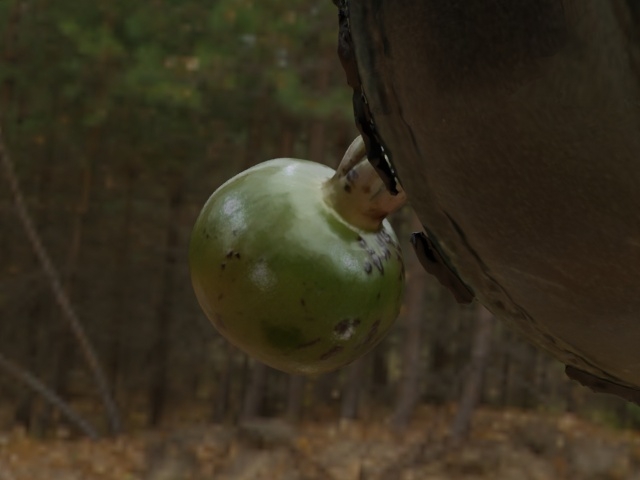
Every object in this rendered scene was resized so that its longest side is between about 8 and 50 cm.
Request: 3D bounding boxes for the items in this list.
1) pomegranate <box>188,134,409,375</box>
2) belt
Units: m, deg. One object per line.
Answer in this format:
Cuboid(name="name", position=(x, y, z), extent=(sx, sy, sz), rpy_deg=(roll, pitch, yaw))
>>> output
Cuboid(name="pomegranate", position=(-0.012, -0.002, 1.402), extent=(0.179, 0.210, 0.179), rpy_deg=(17, 8, -3))
Cuboid(name="belt", position=(0.115, -0.062, 0.419), extent=(0.267, 0.206, 0.116), rpy_deg=(3, -7, -41))
